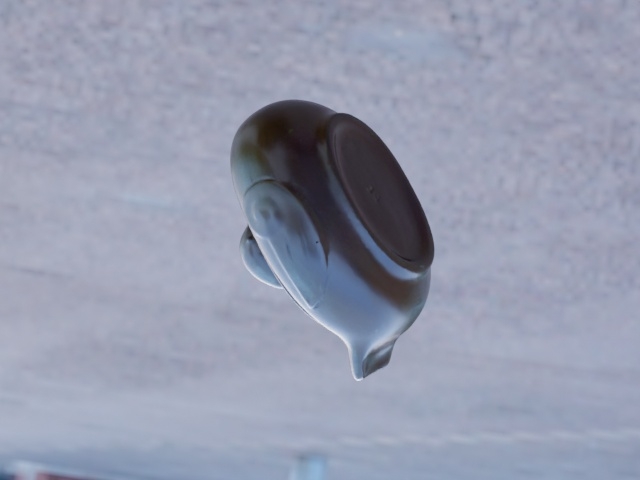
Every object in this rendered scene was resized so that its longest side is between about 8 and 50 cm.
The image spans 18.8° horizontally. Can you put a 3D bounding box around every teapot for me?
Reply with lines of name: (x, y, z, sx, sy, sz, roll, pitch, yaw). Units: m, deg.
teapot: (0.000, 0.000, 0.868, 0.078, 0.129, 0.098, -31, 178, 29)
